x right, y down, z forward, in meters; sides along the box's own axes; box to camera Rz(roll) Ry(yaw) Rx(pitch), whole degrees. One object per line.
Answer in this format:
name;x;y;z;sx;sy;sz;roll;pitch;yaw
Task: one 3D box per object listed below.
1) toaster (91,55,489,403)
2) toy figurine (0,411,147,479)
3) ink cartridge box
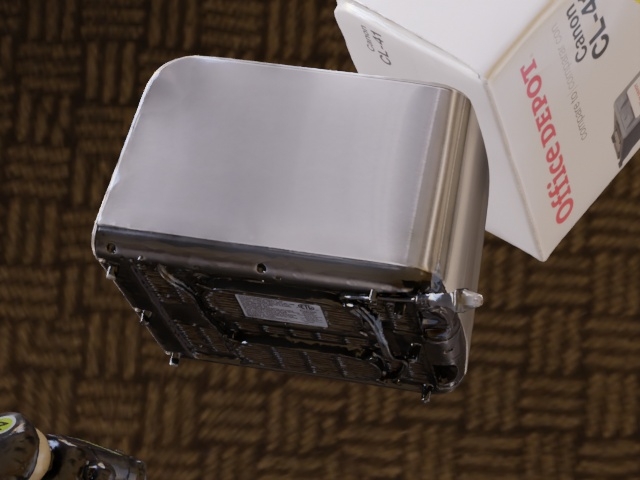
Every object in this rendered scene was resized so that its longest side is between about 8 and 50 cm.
toaster;0.000;0.000;0.839;0.186;0.168;0.110;7;70;12
toy figurine;-0.220;0.251;1.263;0.213;0.148;0.209;-35;57;23
ink cartridge box;0.172;-0.173;1.133;0.131;0.226;0.306;31;73;31
